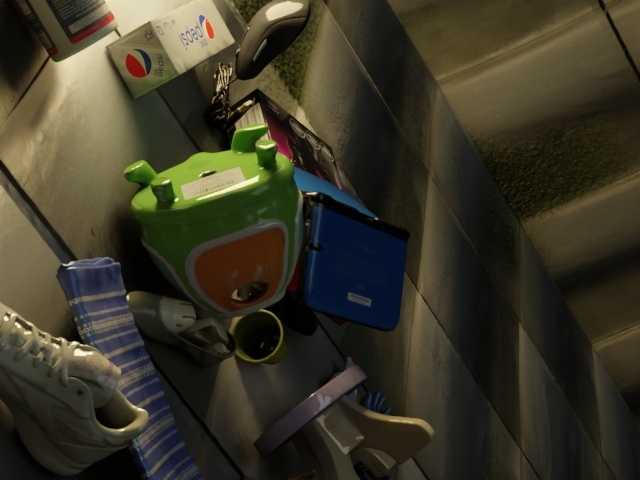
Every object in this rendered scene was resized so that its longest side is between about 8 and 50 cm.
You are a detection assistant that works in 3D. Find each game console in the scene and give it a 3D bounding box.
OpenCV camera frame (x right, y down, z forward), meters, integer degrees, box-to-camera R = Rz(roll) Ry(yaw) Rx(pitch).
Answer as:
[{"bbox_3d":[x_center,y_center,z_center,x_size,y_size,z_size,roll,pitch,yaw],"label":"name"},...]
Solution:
[{"bbox_3d":[0.000,0.000,2.180,0.293,0.173,0.250,20,74,-56],"label":"game console"}]

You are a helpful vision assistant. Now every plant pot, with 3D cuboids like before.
[{"bbox_3d":[-0.085,0.158,2.114,0.079,0.083,0.083,50,24,-63],"label":"plant pot"}]

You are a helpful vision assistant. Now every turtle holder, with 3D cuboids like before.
[{"bbox_3d":[-0.155,-0.022,1.968,0.243,0.320,0.227,-28,111,-33],"label":"turtle holder"}]

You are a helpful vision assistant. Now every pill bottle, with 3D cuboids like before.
[{"bbox_3d":[-0.371,-0.350,1.910,0.180,0.108,0.108,60,22,-16],"label":"pill bottle"}]

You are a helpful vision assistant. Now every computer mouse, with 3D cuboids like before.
[{"bbox_3d":[-0.118,-0.301,2.298,0.060,0.262,0.184,30,43,-27],"label":"computer mouse"}]

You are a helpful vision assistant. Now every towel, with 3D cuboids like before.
[{"bbox_3d":[-0.227,0.177,1.699,0.243,0.040,0.336,7,60,-87],"label":"towel"}]

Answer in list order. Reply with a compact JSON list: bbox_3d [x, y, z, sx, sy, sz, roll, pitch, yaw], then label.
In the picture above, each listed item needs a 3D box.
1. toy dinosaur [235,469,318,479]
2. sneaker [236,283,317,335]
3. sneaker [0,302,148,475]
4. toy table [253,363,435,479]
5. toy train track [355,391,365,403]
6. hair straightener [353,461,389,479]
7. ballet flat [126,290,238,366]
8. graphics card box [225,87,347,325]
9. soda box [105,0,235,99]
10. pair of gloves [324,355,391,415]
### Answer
[{"bbox_3d":[-0.087,0.398,1.809,0.200,0.127,0.295,3,40,-28],"label":"toy dinosaur"},{"bbox_3d":[-0.068,0.111,2.232,0.170,0.051,0.089,52,25,-21],"label":"sneaker"},{"bbox_3d":[-0.308,0.128,1.500,0.305,0.152,0.114,51,30,-31],"label":"sneaker"},{"bbox_3d":[0.027,0.303,2.034,0.161,0.252,0.274,51,31,6],"label":"toy table"},{"bbox_3d":[0.068,0.280,2.419,0.083,0.014,0.048,28,50,-52],"label":"toy train track"},{"bbox_3d":[0.089,0.423,2.296,0.230,0.047,0.089,50,26,-26],"label":"hair straightener"},{"bbox_3d":[-0.189,0.114,1.912,0.213,0.068,0.072,39,35,-50],"label":"ballet flat"},{"bbox_3d":[-0.038,-0.060,2.346,0.233,0.094,0.371,36,28,-44],"label":"graphics card box"},{"bbox_3d":[-0.237,-0.316,2.215,0.098,0.091,0.286,61,21,-10],"label":"soda box"},{"bbox_3d":[0.068,0.294,2.370,0.198,0.023,0.159,56,31,-27],"label":"pair of gloves"}]
